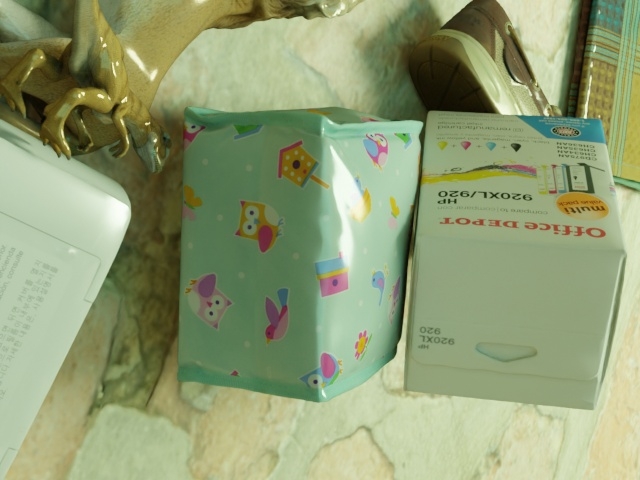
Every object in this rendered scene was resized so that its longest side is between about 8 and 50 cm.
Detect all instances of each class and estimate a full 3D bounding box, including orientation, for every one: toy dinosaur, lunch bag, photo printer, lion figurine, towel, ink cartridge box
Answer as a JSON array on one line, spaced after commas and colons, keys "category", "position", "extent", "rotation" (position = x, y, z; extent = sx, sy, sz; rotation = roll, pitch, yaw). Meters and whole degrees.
[{"category": "toy dinosaur", "position": [-0.149, -0.119, 0.708], "extent": [0.112, 0.064, 0.211], "rotation": [-44, 152, -26]}, {"category": "lunch bag", "position": [0.000, 0.000, 0.923], "extent": [0.262, 0.160, 0.223], "rotation": [-11, 104, -64]}, {"category": "photo printer", "position": [-0.296, 0.016, 0.672], "extent": [0.307, 0.107, 0.256], "rotation": [29, 84, -42]}, {"category": "lion figurine", "position": [-0.128, -0.179, 0.819], "extent": [0.392, 0.142, 0.240], "rotation": [-44, 133, -13]}, {"category": "towel", "position": [0.434, -0.194, 1.400], "extent": [0.370, 0.040, 0.271], "rotation": [8, 89, -42]}, {"category": "ink cartridge box", "position": [0.170, 0.010, 0.991], "extent": [0.232, 0.171, 0.168], "rotation": [-77, 169, -56]}]

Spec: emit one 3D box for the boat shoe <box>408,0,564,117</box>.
[{"category": "boat shoe", "position": [0.217, -0.099, 1.153], "extent": [0.123, 0.123, 0.342], "rotation": [-49, 120, -26]}]
